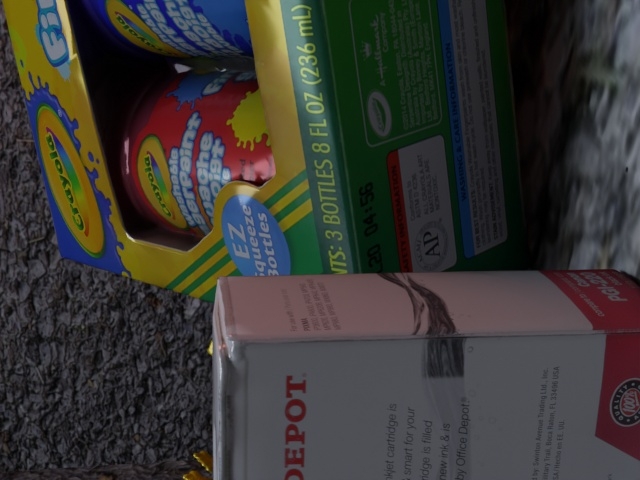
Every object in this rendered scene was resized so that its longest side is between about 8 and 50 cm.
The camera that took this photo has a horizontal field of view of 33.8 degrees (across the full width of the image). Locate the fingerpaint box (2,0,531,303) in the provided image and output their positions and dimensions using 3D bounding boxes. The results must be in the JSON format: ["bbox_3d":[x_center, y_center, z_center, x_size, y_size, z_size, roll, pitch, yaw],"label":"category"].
[{"bbox_3d":[-0.071,-0.188,0.706,0.371,0.163,0.445,12,117,47],"label":"fingerpaint box"}]

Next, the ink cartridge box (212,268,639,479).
[{"bbox_3d":[0.055,0.101,0.526,0.092,0.217,0.159,-118,28,-69],"label":"ink cartridge box"}]

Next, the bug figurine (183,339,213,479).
[{"bbox_3d":[0.012,0.172,0.744,0.279,0.072,0.216,41,112,35],"label":"bug figurine"}]
